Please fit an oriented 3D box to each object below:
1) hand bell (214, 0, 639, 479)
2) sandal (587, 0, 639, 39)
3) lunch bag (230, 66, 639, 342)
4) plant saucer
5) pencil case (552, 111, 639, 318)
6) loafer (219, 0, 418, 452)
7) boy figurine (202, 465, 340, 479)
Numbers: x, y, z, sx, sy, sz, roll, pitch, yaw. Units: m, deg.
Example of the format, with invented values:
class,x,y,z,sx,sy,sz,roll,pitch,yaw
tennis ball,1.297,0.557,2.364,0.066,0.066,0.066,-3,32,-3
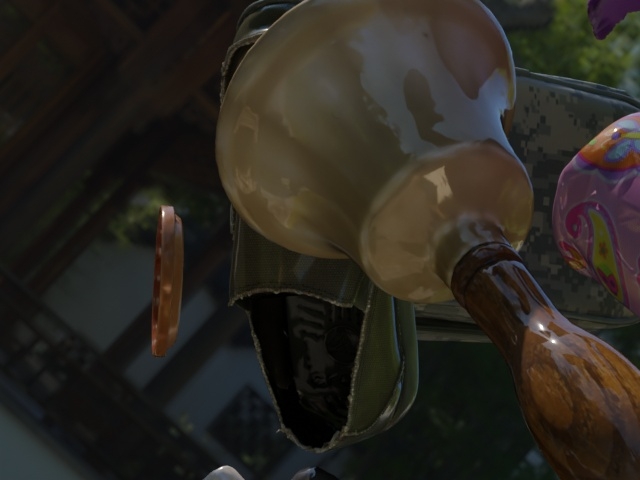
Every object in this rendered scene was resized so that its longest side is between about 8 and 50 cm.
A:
class,x,y,z,sx,sy,sz,roll,pitch,yaw
hand bell,0.062,0.017,0.521,0.126,0.126,0.242,50,4,-40
sandal,0.148,-0.104,0.577,0.416,0.102,0.169,-62,147,-62
lunch bag,0.104,-0.021,1.312,0.305,0.213,0.256,6,-9,-22
plant saucer,-0.084,0.023,0.862,0.013,0.083,0.083,3,-4,-8
pencil case,0.259,0.023,0.886,0.284,0.124,0.124,35,-11,48
loafer,0.000,0.000,0.809,0.094,0.087,0.251,-4,-70,23
boy figurine,-0.082,0.185,0.740,0.092,0.177,0.285,37,27,28
